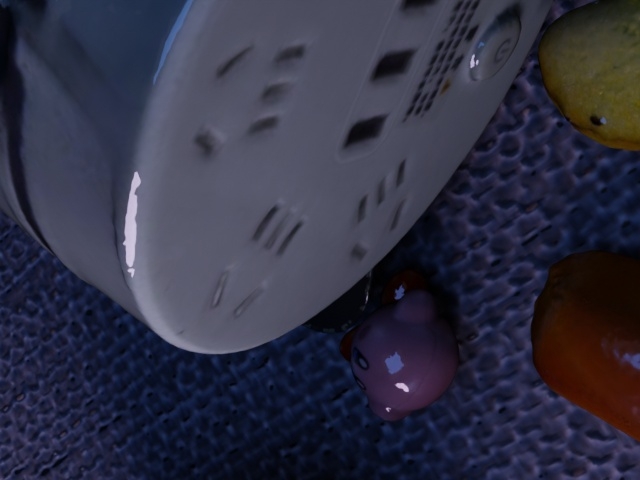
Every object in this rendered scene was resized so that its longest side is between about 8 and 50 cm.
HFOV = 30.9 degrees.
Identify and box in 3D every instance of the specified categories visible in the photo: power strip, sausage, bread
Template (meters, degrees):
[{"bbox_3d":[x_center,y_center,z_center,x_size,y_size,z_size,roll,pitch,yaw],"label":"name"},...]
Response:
[{"bbox_3d":[-0.027,-0.117,0.548,0.161,0.357,0.358,36,117,22],"label":"power strip"},{"bbox_3d":[0.239,0.093,0.592,0.300,0.083,0.089,26,125,26],"label":"sausage"},{"bbox_3d":[0.199,-0.126,0.589,0.187,0.065,0.150,-25,76,36],"label":"bread"}]

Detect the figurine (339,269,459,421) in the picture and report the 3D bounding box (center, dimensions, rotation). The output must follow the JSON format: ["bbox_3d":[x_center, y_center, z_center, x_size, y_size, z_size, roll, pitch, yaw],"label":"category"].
[{"bbox_3d":[0.052,0.068,0.712,0.067,0.071,0.083,11,121,-14],"label":"figurine"}]

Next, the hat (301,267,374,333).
[{"bbox_3d":[0.000,0.000,0.739,0.121,0.050,0.121,4,97,35],"label":"hat"}]
